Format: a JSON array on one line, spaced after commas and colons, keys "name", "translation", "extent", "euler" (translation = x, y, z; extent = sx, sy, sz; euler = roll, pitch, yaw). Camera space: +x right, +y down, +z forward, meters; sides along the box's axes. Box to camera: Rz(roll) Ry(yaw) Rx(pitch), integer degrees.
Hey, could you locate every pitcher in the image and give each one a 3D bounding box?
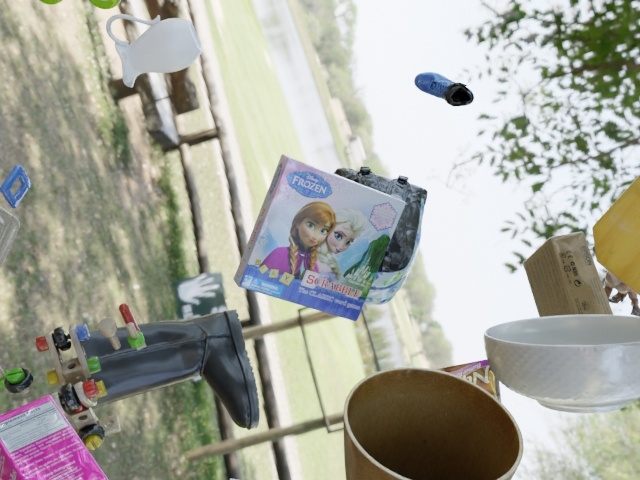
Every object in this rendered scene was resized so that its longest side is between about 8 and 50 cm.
[{"name": "pitcher", "translation": [-0.420, -0.502, 1.770], "extent": [0.125, 0.207, 0.178], "euler": [-96, 166, -68]}]

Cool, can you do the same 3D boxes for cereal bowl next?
[{"name": "cereal bowl", "translation": [0.477, 0.229, 1.299], "extent": [0.339, 0.338, 0.141], "euler": [-12, 97, -84]}]

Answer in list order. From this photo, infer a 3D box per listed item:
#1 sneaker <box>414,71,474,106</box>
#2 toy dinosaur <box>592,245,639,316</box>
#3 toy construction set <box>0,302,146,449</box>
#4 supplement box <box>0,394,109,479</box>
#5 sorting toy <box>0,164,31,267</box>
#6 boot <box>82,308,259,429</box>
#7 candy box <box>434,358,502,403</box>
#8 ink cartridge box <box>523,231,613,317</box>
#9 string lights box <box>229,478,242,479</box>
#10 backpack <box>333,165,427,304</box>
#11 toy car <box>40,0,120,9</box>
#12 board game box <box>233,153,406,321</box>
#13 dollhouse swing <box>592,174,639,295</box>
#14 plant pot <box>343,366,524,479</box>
[{"name": "sneaker", "translation": [0.297, -0.363, 1.685], "extent": [0.084, 0.152, 0.058], "euler": [-60, 174, -75]}, {"name": "toy dinosaur", "translation": [0.755, 0.067, 1.688], "extent": [0.295, 0.127, 0.201], "euler": [4, 101, -49]}, {"name": "toy construction set", "translation": [-0.516, 0.323, 1.602], "extent": [0.257, 0.309, 0.237], "euler": [24, -40, 38]}, {"name": "supplement box", "translation": [-0.427, 0.371, 1.107], "extent": [0.220, 0.114, 0.111], "euler": [44, -50, 27]}, {"name": "sorting toy", "translation": [-0.629, 0.011, 1.247], "extent": [0.196, 0.047, 0.348], "euler": [80, 28, -74]}, {"name": "boot", "translation": [-0.418, 0.385, 1.934], "extent": [0.146, 0.445, 0.367], "euler": [111, -34, -51]}, {"name": "candy box", "translation": [0.280, 0.317, 1.473], "extent": [0.109, 0.186, 0.053], "euler": [-76, 145, -54]}, {"name": "ink cartridge box", "translation": [0.569, 0.123, 1.626], "extent": [0.193, 0.088, 0.235], "euler": [99, -21, -71]}, {"name": "string lights box", "translation": [-0.209, 0.719, 1.679], "extent": [0.133, 0.076, 0.260], "euler": [-102, -155, -71]}, {"name": "backpack", "translation": [0.142, 0.000, 1.924], "extent": [0.356, 0.290, 0.273], "euler": [-88, -167, -54]}, {"name": "toy car", "translation": [-0.342, -0.452, 1.004], "extent": [0.155, 0.148, 0.188], "euler": [-102, -162, -50]}, {"name": "board game box", "translation": [0.000, 0.000, 1.656], "extent": [0.318, 0.318, 0.066], "euler": [-69, -158, 8]}, {"name": "dollhouse swing", "translation": [0.666, -0.029, 1.152], "extent": [0.347, 0.305, 0.315], "euler": [42, 27, 20]}, {"name": "plant pot", "translation": [0.133, 0.348, 0.983], "extent": [0.237, 0.237, 0.254], "euler": [-97, -167, -62]}]
